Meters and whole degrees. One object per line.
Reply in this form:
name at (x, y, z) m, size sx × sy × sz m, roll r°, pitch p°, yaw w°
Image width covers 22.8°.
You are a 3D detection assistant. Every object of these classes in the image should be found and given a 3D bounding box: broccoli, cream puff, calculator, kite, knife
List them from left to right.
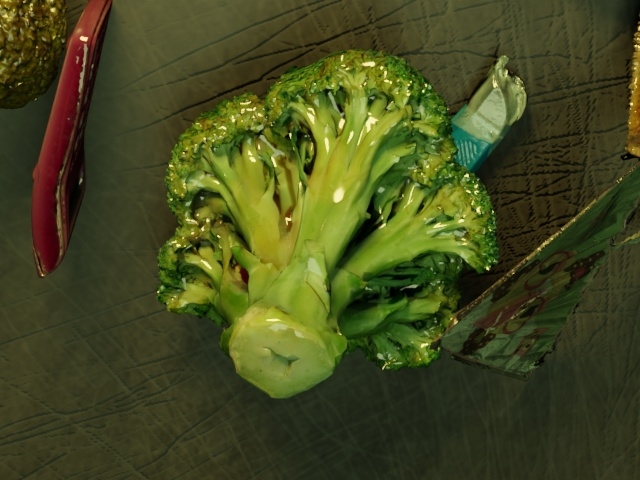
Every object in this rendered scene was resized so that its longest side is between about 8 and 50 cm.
cream puff at (-0.256, -0.152, 1.102) m, size 0.169 × 0.183 × 0.183 m, roll -4°, pitch 117°, yaw -30°
calculator at (-0.182, -0.080, 1.146) m, size 0.034 × 0.126 × 0.190 m, roll 11°, pitch 111°, yaw -4°
broccoli at (0.000, 0.000, 1.126) m, size 0.254 × 0.269 × 0.269 m, roll 8°, pitch 114°, yaw 6°
knife at (0.071, -0.020, 1.258) m, size 0.044 × 0.026 × 0.296 m, roll 32°, pitch 110°, yaw -16°
kite at (0.181, 0.030, 1.205) m, size 0.267 × 0.013 × 0.323 m, roll -24°, pitch 152°, yaw -30°

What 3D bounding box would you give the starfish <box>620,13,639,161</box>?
starfish at (0.276, -0.201, 1.157) m, size 0.312 × 0.113 × 0.303 m, roll 10°, pitch 112°, yaw -14°
